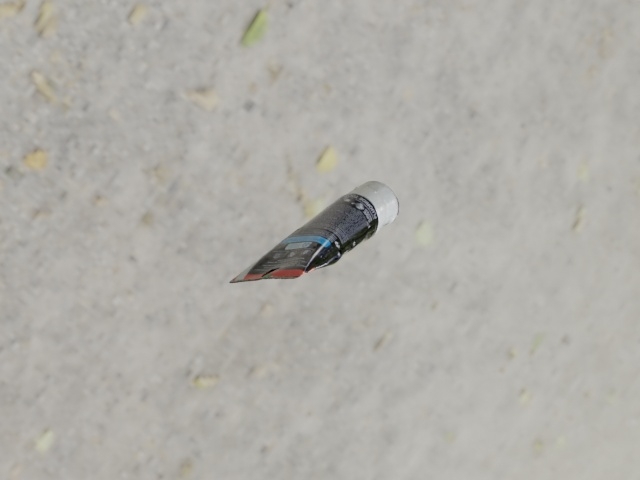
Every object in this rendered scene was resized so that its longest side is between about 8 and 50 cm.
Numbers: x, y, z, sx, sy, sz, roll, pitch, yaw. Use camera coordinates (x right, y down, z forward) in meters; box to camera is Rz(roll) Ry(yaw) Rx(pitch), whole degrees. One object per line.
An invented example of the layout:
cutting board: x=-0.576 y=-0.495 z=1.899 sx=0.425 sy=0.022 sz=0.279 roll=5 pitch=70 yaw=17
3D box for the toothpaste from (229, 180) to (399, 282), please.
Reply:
toothpaste: x=0.000 y=0.000 z=1.337 sx=0.193 sy=0.071 sz=0.045 roll=-35 pitch=115 yaw=-53
